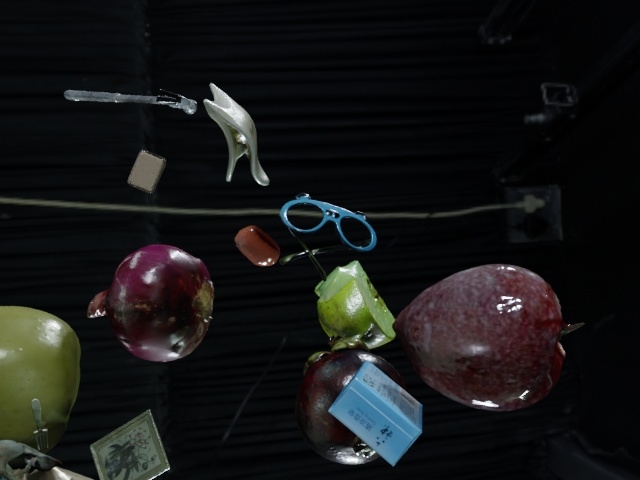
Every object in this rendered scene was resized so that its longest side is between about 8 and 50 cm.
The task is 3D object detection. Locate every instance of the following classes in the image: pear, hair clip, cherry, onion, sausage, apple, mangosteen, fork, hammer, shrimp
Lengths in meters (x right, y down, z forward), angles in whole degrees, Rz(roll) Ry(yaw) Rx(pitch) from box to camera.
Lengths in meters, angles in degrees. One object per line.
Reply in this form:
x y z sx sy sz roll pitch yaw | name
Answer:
0.095 0.231 1.955 0.286 0.176 0.282 56 12 -14 | pear
-0.217 -0.269 1.734 0.172 0.113 0.282 -97 177 -63 | hair clip
0.258 0.155 1.039 0.203 0.300 0.230 -65 147 -48 | cherry
-0.509 0.183 1.888 0.348 0.385 0.347 -3 90 -76 | onion
-0.122 0.011 1.254 0.094 0.054 0.059 43 13 -24 | sausage
-0.904 0.399 1.832 0.473 0.474 0.473 177 -90 -80 | apple
0.075 0.399 1.634 0.311 0.311 0.311 177 -90 -80 | mangosteen
-0.699 0.453 1.620 0.219 0.034 0.028 105 -24 -43 | fork
-0.591 -0.430 1.993 0.152 0.427 0.044 6 90 -71 | hammer
-0.701 0.599 1.616 0.360 0.085 0.247 38 7 -41 | shrimp

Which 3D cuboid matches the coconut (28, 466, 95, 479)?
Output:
-0.736 0.759 1.780 0.329 0.329 0.329 177 -90 -80 | coconut

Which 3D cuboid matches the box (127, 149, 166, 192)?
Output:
-0.545 -0.217 2.050 0.062 0.089 0.122 -151 -96 -78 | box

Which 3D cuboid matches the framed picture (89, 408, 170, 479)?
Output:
-0.520 0.587 1.777 0.173 0.231 0.010 62 17 22 | framed picture

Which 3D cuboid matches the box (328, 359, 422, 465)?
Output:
0.107 0.305 1.193 0.083 0.142 0.232 -51 171 5 | box

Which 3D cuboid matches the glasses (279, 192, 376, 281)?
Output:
0.002 0.016 1.561 0.102 0.239 0.207 -99 -154 -66 | glasses
